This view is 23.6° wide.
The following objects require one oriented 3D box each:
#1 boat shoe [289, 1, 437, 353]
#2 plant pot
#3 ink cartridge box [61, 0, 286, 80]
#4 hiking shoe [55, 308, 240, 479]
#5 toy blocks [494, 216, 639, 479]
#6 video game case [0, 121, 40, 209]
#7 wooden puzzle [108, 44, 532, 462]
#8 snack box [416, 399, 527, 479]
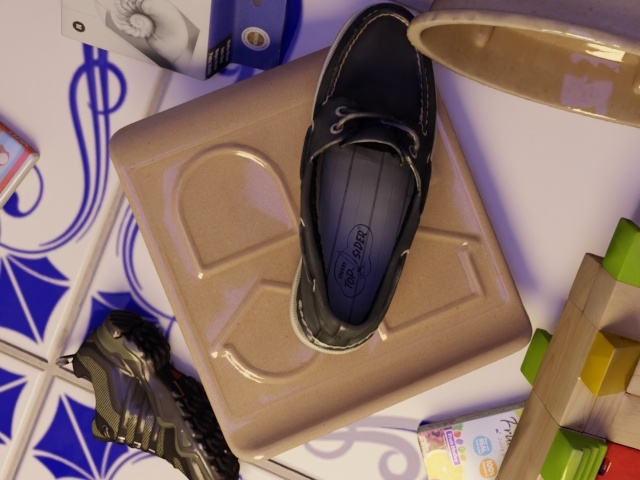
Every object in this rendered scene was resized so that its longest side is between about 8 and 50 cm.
[{"bbox_3d":[0.043,-0.065,1.413,0.127,0.113,0.340,17,83,-6],"label":"boat shoe"},{"bbox_3d":[0.276,-0.285,1.362,0.333,0.334,0.306,15,87,6],"label":"plant pot"},{"bbox_3d":[-0.143,-0.259,1.477,0.224,0.045,0.223,16,138,7],"label":"ink cartridge box"},{"bbox_3d":[-0.175,0.185,1.585,0.114,0.086,0.227,-38,84,24],"label":"hiking shoe"},{"bbox_3d":[0.329,0.191,1.450,0.260,0.191,0.381,17,103,-12],"label":"toy blocks"},{"bbox_3d":[-0.465,-0.101,1.615,0.285,0.025,0.204,39,100,2],"label":"video game case"},{"bbox_3d":[0.000,0.000,1.501,0.322,0.080,0.348,-22,88,-9],"label":"wooden puzzle"},{"bbox_3d":[0.177,0.222,1.550,0.141,0.037,0.100,-14,95,9],"label":"snack box"}]
